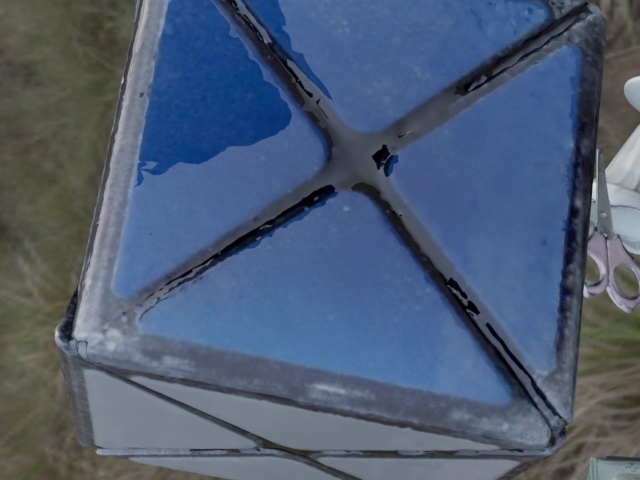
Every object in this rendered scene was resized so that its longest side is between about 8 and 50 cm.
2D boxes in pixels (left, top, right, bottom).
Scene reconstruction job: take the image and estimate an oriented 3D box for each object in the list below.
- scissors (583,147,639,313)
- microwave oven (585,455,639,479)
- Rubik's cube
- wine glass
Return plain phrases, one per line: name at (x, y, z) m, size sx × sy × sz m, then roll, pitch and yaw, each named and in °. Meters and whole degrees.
scissors at (0.287, -0.017, 1.428) m, size 0.015 × 0.100 × 0.189 m, roll 133°, pitch 148°, yaw -52°
microwave oven at (0.357, 0.284, 1.349) m, size 0.208 × 0.162 × 0.122 m, roll 2°, pitch 59°, yaw 5°
Rubik's cube at (0.000, 0.000, 0.812) m, size 0.255 × 0.260 × 0.259 m, roll 113°, pitch 169°, yaw -68°
wine glass at (0.414, -0.093, 1.793) m, size 0.165 × 0.165 × 0.196 m, roll 18°, pitch 75°, yaw 38°
